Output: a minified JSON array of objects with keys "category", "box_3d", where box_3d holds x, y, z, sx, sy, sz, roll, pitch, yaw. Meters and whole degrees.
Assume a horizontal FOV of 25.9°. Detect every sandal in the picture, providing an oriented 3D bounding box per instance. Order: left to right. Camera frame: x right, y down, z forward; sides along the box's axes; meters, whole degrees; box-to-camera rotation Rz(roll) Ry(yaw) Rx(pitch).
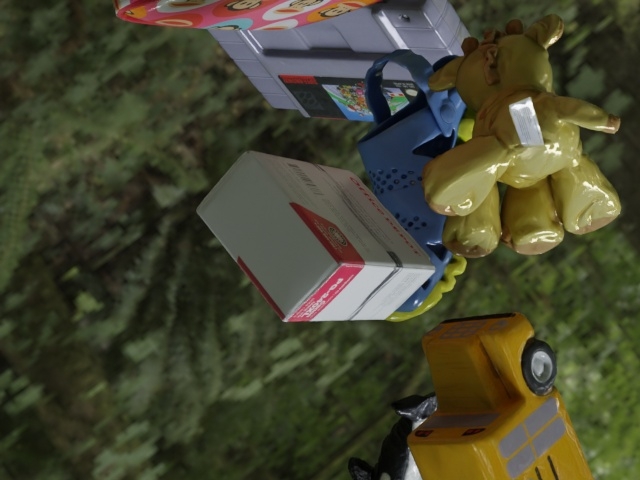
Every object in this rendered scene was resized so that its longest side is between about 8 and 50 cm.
[{"category":"sandal","box_3d":[0.087,-0.069,1.427,0.126,0.138,0.317,-20,-130,47]}]

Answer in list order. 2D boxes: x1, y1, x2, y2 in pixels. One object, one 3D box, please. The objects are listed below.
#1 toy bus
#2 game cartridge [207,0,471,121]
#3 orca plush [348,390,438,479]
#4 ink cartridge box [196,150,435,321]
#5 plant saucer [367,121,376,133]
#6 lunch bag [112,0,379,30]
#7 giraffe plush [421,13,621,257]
[{"category":"toy bus","box_3d":[0.180,0.237,1.285,0.108,0.332,0.130,-10,-162,48]},{"category":"game cartridge","box_3d":[0.032,-0.229,1.715,0.355,0.230,0.068,8,-121,37]},{"category":"orca plush","box_3d":[0.076,0.307,1.798,0.151,0.102,0.287,-56,157,-46]},{"category":"ink cartridge box","box_3d":[0.000,0.000,0.992,0.063,0.109,0.150,-48,157,18]},{"category":"plant saucer","box_3d":[0.109,-0.161,1.872,0.119,0.021,0.119,-24,-148,16]},{"category":"lunch bag","box_3d":[-0.036,-0.239,1.125,0.258,0.120,0.293,-18,176,30]},{"category":"giraffe plush","box_3d":[0.172,-0.110,1.272,0.181,0.170,0.210,-5,139,-3]}]
